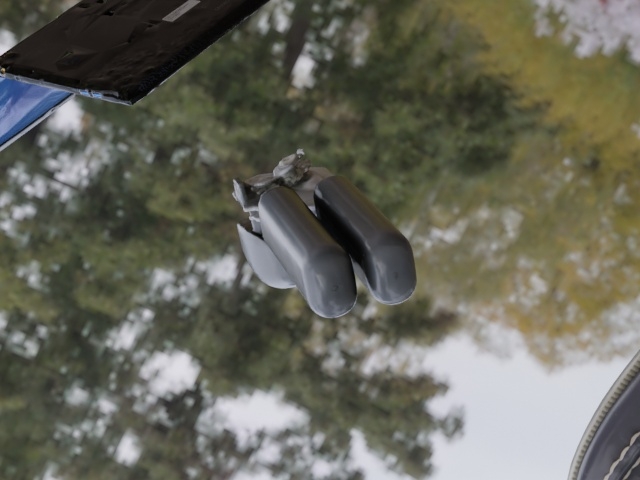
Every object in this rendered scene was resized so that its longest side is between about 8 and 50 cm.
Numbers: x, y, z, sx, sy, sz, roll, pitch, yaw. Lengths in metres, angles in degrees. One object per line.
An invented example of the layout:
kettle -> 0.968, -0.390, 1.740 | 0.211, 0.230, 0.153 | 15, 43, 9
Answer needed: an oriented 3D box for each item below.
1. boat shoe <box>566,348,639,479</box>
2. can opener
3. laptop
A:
boat shoe -> 0.143, 0.027, 0.347 | 0.075, 0.206, 0.065 | 56, -163, -4
can opener -> 0.000, 0.000, 0.998 | 0.074, 0.093, 0.280 | -14, -166, -10
laptop -> -0.163, -0.145, 1.304 | 0.264, 0.136, 0.234 | 15, -136, 36
